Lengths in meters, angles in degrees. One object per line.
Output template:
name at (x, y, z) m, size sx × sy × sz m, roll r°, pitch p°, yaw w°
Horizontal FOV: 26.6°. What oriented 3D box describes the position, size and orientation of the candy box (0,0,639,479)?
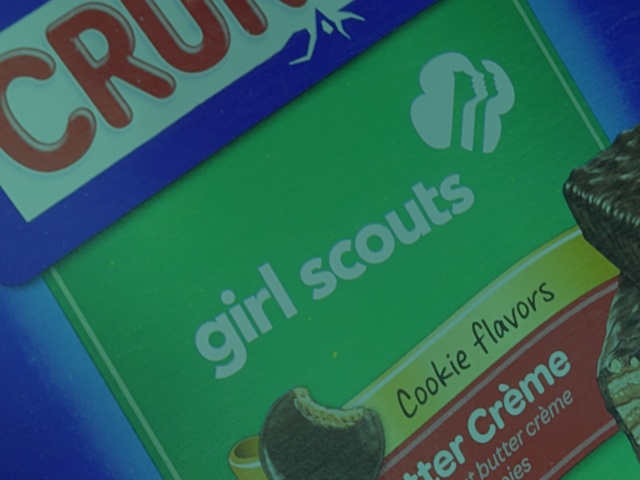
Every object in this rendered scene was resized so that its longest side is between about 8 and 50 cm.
candy box at (0.000, 0.000, 0.447) m, size 0.268 × 0.122 × 0.317 m, roll -31°, pitch 90°, yaw -15°
